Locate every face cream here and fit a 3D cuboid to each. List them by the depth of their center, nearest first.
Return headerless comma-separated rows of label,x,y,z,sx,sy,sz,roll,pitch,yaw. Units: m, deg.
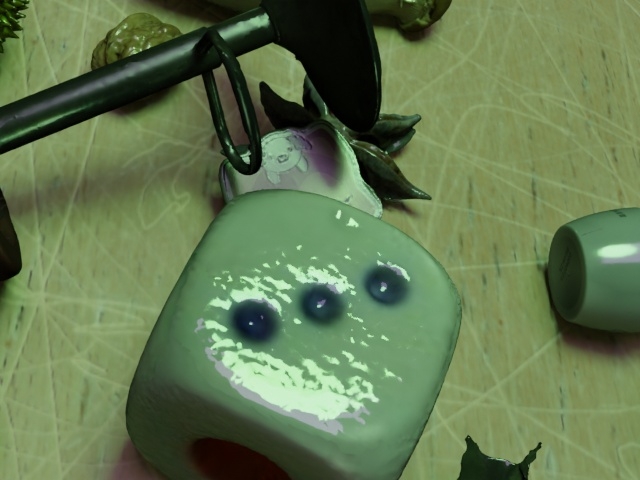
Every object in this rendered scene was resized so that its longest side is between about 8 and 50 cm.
face cream,0.276,0.028,0.872,0.104,0.117,0.117,-3,57,-8

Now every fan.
fan,0.000,0.000,0.834,0.132,0.009,0.220,-24,82,-9

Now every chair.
chair,-0.178,-0.117,0.737,0.401,0.226,0.226,-23,65,-12

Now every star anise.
star anise,0.013,-0.081,0.899,0.204,0.061,0.180,-33,77,-30

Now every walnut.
walnut,-0.170,-0.175,0.896,0.079,0.082,0.096,14,39,30

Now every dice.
dice,-0.020,0.092,0.691,0.193,0.194,0.192,26,52,3

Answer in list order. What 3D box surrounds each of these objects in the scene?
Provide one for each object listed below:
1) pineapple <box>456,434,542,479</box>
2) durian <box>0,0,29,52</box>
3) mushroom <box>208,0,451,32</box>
pineapple,0.075,0.269,0.643,0.165,0.165,0.364,42,47,12
durian,-0.367,-0.247,0.825,0.200,0.176,0.237,-38,68,-23
mushroom,-0.022,-0.295,0.995,0.350,0.128,0.128,4,56,-17
